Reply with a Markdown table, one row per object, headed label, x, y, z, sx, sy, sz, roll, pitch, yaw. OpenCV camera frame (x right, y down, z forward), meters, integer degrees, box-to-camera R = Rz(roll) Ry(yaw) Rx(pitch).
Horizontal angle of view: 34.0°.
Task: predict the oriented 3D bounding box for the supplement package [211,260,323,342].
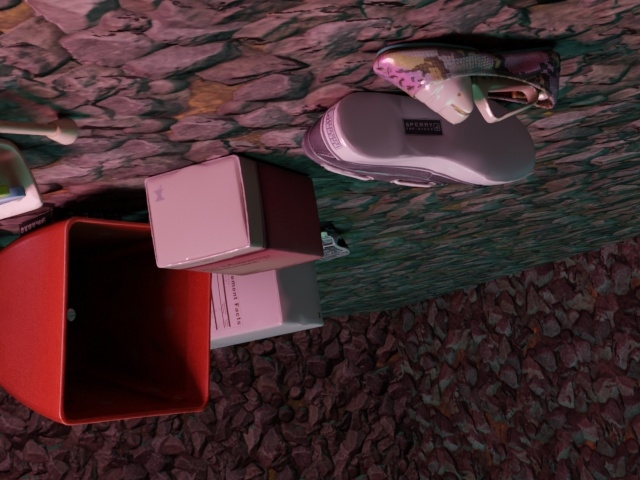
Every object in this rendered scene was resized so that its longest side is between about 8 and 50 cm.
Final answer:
| label | x | y | z | sx | sy | sz | roll | pitch | yaw |
| --- | --- | --- | --- | --- | --- | --- | --- | --- | --- |
| supplement package | -0.169 | 0.114 | 2.127 | 0.293 | 0.175 | 0.177 | -14 | 169 | 26 |

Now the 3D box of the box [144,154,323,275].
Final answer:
| label | x | y | z | sx | sy | sz | roll | pitch | yaw |
| --- | --- | --- | --- | --- | --- | --- | --- | --- | --- |
| box | -0.114 | -0.028 | 1.458 | 0.149 | 0.127 | 0.232 | -13 | 171 | 24 |

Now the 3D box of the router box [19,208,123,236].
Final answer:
| label | x | y | z | sx | sy | sz | roll | pitch | yaw |
| --- | --- | --- | --- | --- | --- | --- | --- | --- | --- |
| router box | -0.368 | -0.017 | 1.549 | 0.122 | 0.038 | 0.092 | 0 | 168 | -45 |

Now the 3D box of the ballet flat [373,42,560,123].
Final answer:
| label | x | y | z | sx | sy | sz | roll | pitch | yaw |
| --- | --- | --- | --- | --- | --- | --- | --- | --- | --- |
| ballet flat | 0.160 | -0.160 | 1.073 | 0.221 | 0.079 | 0.077 | -4 | 170 | -28 |

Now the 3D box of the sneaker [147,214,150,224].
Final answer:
| label | x | y | z | sx | sy | sz | roll | pitch | yaw |
| --- | --- | --- | --- | --- | --- | --- | --- | --- | --- |
| sneaker | -0.243 | 0.023 | 1.660 | 0.099 | 0.121 | 0.262 | -2 | 168 | -39 |

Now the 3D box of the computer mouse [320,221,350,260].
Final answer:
| label | x | y | z | sx | sy | sz | roll | pitch | yaw |
| --- | --- | --- | --- | --- | --- | --- | --- | --- | --- |
| computer mouse | 0.000 | 0.000 | 2.029 | 0.106 | 0.042 | 0.193 | -17 | 164 | 15 |

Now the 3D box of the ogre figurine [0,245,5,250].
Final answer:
| label | x | y | z | sx | sy | sz | roll | pitch | yaw |
| --- | --- | --- | --- | --- | --- | --- | --- | --- | --- |
| ogre figurine | -0.536 | 0.039 | 1.583 | 0.118 | 0.097 | 0.197 | 14 | 146 | -22 |

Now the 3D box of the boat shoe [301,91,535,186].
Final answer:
| label | x | y | z | sx | sy | sz | roll | pitch | yaw |
| --- | --- | --- | --- | --- | --- | --- | --- | --- | --- |
| boat shoe | 0.120 | -0.111 | 1.252 | 0.301 | 0.108 | 0.102 | -1 | 168 | -31 |

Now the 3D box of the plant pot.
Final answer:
| label | x | y | z | sx | sy | sz | roll | pitch | yaw |
| --- | --- | --- | --- | --- | --- | --- | --- | --- | --- |
| plant pot | -0.333 | 0.112 | 1.503 | 0.236 | 0.267 | 0.267 | -2 | 176 | 39 |

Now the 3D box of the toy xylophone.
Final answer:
| label | x | y | z | sx | sy | sz | roll | pitch | yaw |
| --- | --- | --- | --- | --- | --- | --- | --- | --- | --- |
| toy xylophone | -0.382 | -0.055 | 1.031 | 0.236 | 0.081 | 0.323 | -14 | -178 | 24 |
